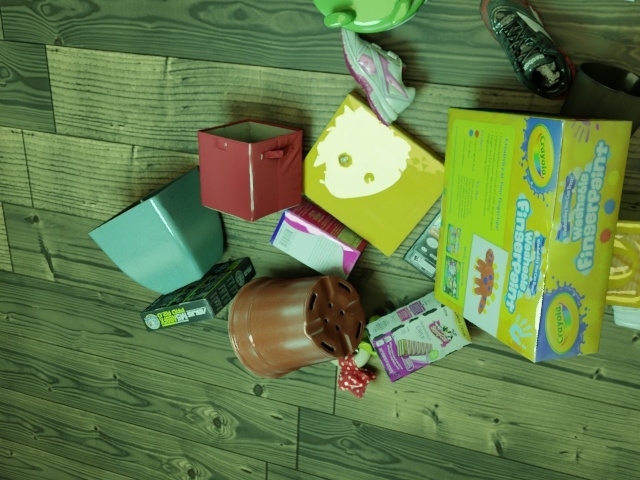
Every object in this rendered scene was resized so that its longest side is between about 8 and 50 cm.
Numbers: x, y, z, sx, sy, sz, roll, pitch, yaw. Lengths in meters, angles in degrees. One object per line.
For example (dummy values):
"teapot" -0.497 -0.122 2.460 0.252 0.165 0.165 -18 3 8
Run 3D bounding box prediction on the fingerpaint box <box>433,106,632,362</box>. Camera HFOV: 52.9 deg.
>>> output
"fingerpaint box" 0.407 -0.036 1.310 0.163 0.371 0.445 -4 105 -20

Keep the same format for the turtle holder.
"turtle holder" 0.138 -0.566 1.303 0.320 0.227 0.243 -29 99 27

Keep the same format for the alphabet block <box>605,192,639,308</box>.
"alphabet block" 0.618 0.014 1.389 0.192 0.197 0.194 3 112 18

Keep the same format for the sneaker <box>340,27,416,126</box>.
"sneaker" 0.131 -0.390 1.458 0.111 0.103 0.252 -30 91 4

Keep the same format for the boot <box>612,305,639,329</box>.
"boot" 0.796 0.142 1.449 0.258 0.095 0.124 -1 118 29

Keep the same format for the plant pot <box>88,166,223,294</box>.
"plant pot" -0.406 -0.006 1.727 0.247 0.248 0.252 -23 105 26

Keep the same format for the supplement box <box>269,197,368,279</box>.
"supplement box" 0.000 0.000 1.655 0.220 0.114 0.111 31 118 6

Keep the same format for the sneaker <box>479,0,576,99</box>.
"sneaker" 0.426 -0.400 1.321 0.097 0.135 0.276 -37 95 30

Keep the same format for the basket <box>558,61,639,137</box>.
"basket" 0.563 -0.230 1.330 0.154 0.204 0.227 53 137 37

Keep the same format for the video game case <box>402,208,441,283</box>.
"video game case" 0.382 0.034 1.576 0.274 0.035 0.248 37 119 3

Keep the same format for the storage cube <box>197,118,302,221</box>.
"storage cube" -0.169 -0.176 1.572 0.214 0.183 0.193 19 119 35

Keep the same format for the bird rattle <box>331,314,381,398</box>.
"bird rattle" 0.086 0.292 1.768 0.207 0.143 0.254 36 133 16

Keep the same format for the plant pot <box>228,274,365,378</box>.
"plant pot" -0.046 0.206 1.622 0.265 0.272 0.273 -16 107 47

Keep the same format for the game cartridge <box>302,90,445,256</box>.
"game cartridge" 0.126 -0.158 1.583 0.323 0.053 0.285 37 119 -1

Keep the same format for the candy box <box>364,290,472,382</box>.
"candy box" 0.246 0.236 1.612 0.233 0.071 0.159 -27 121 -1

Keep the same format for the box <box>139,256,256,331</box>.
"box" -0.326 0.143 1.742 0.216 0.270 0.060 -14 107 23
